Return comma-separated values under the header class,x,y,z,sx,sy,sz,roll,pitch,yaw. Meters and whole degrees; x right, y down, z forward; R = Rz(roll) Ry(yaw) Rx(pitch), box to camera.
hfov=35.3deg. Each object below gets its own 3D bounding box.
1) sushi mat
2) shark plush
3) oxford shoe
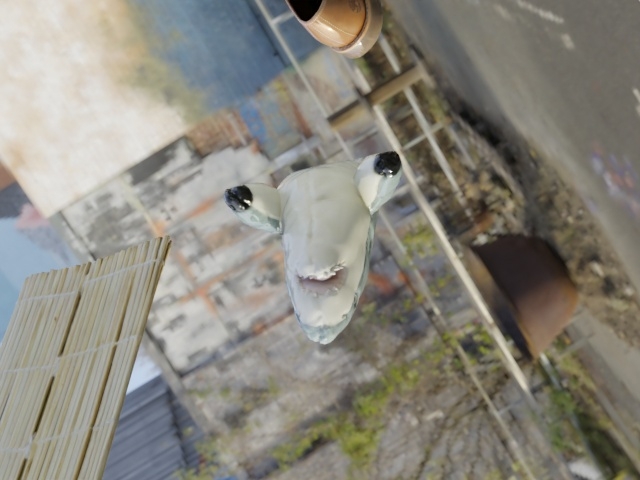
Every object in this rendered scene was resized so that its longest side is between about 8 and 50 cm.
class,x,y,z,sx,sy,sz,roll,pitch,yaw
sushi mat,-0.195,0.139,0.687,0.019,0.151,0.316,50,-143,-41
shark plush,0.000,0.000,0.461,0.161,0.073,0.067,-132,29,-85
oxford shoe,-0.013,-0.254,0.877,0.076,0.076,0.212,15,-139,-42
